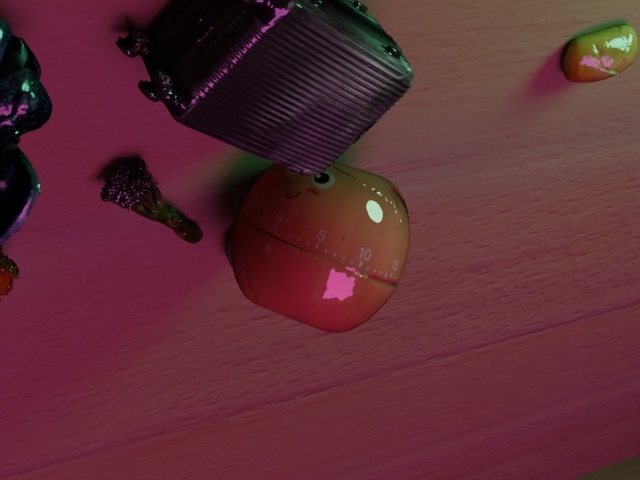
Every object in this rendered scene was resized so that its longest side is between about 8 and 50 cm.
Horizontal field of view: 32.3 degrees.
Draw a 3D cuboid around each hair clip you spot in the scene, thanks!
[{"bbox_3d":[-0.371,-0.105,1.020,0.310,0.194,0.206,-41,141,20],"label":"hair clip"}]

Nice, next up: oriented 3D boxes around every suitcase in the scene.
[{"bbox_3d":[-0.050,-0.194,1.213,0.202,0.128,0.312,-42,148,19],"label":"suitcase"}]

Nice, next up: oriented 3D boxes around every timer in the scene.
[{"bbox_3d":[0.000,0.000,1.430,0.229,0.229,0.215,25,86,-54],"label":"timer"}]

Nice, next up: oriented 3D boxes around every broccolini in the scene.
[{"bbox_3d":[-0.203,-0.046,1.391,0.067,0.058,0.216,-33,159,9],"label":"broccolini"}]

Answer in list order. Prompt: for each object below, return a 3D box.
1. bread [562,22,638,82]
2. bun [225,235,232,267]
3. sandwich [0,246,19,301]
[{"bbox_3d":[0.404,-0.261,1.578,0.115,0.056,0.082,-18,146,-21],"label":"bread"},{"bbox_3d":[-0.098,0.010,1.548,0.083,0.045,0.083,-21,145,-16],"label":"bun"},{"bbox_3d":[-0.446,0.051,1.289,0.159,0.079,0.235,-8,147,-50],"label":"sandwich"}]
